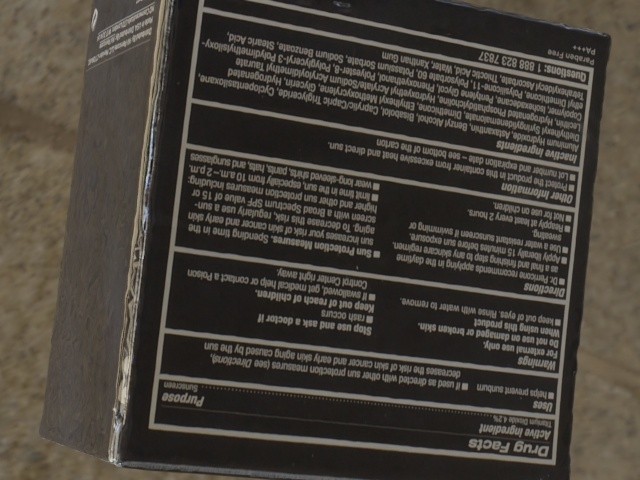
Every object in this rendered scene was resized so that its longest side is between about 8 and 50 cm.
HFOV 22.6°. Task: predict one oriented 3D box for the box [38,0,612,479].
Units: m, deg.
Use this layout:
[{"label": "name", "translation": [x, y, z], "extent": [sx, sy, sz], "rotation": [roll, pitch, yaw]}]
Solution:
[{"label": "box", "translation": [0.000, 0.000, 0.996], "extent": [0.296, 0.183, 0.294], "rotation": [9, 84, -23]}]
